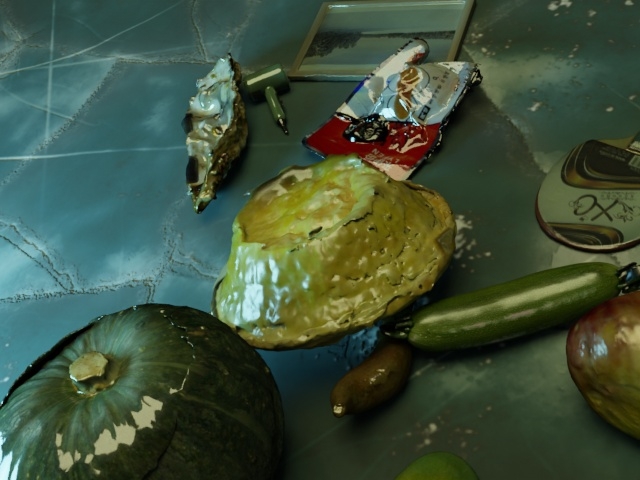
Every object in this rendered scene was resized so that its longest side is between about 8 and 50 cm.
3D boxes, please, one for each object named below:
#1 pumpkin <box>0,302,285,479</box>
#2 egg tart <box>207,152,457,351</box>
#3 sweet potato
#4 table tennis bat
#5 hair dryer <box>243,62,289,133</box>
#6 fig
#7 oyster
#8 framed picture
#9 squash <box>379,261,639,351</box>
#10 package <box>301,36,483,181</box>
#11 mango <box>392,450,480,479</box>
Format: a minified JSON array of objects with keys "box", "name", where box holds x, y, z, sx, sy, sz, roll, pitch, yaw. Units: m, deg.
[{"box":[-0.201,0.222,0.928,0.291,0.257,0.328,13,50,37],"name":"pumpkin"},{"box":[0.000,0.000,1.082,0.345,0.132,0.345,-18,31,12],"name":"egg tart"},{"box":[0.081,0.139,1.034,0.069,0.059,0.249,35,49,2],"name":"sweet potato"},{"box":[0.413,-0.097,1.145,0.173,0.022,0.301,28,66,36],"name":"table tennis bat"},{"box":[-0.077,-0.230,1.433,0.071,0.047,0.150,-23,57,3],"name":"hair dryer"},{"box":[0.373,0.161,0.869,0.159,0.159,0.257,-36,67,-12],"name":"fig"},{"box":[-0.175,-0.173,1.396,0.128,0.078,0.345,-26,45,26],"name":"oyster"},{"box":[0.107,-0.350,1.480,0.289,0.016,0.213,5,52,24],"name":"framed picture"},{"box":[0.229,0.082,1.012,0.318,0.071,0.080,-14,5,6],"name":"squash"},{"box":[0.120,-0.200,1.317,0.194,0.071,0.269,29,77,39],"name":"package"},{"box":[0.103,0.300,0.865,0.130,0.092,0.195,3,42,25],"name":"mango"}]
